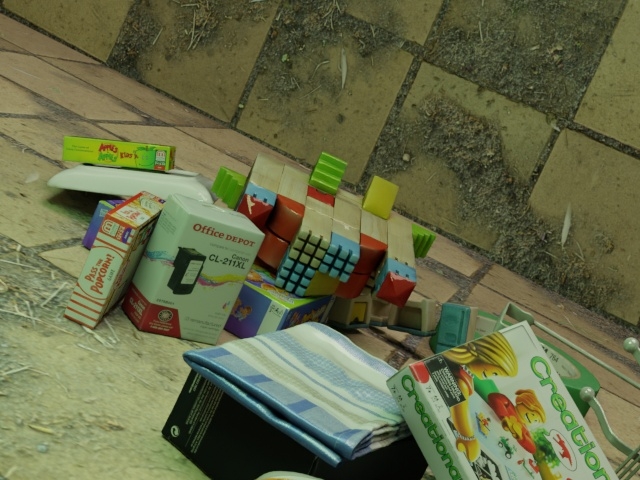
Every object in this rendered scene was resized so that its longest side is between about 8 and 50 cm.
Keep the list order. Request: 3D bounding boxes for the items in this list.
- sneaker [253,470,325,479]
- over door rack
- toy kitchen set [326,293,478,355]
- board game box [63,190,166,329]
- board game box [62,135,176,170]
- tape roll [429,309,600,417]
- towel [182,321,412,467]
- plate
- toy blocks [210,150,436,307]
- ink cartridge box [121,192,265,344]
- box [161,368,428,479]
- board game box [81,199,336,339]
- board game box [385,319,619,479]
[{"bbox_3d":[0.039,0.284,0.939,0.262,0.099,0.121,30,2,-16],"label":"sneaker"},{"bbox_3d":[0.335,0.226,1.376,0.324,0.239,0.108,25,35,-5],"label":"over door rack"},{"bbox_3d":[0.139,0.158,1.710,0.207,0.122,0.166,8,1,32],"label":"toy kitchen set"},{"bbox_3d":[-0.265,0.020,1.306,0.045,0.147,0.193,25,11,-2],"label":"board game box"},{"bbox_3d":[-0.351,-0.153,1.733,0.181,0.043,0.092,6,6,-2],"label":"board game box"},{"bbox_3d":[0.365,0.230,1.870,0.321,0.077,0.321,24,12,-6],"label":"tape roll"},{"bbox_3d":[0.006,0.153,1.064,0.209,0.034,0.285,29,13,22],"label":"towel"},{"bbox_3d":[-0.317,-0.106,1.750,0.277,0.045,0.278,7,6,-3],"label":"plate"},{"bbox_3d":[0.000,0.000,1.565,0.381,0.191,0.261,24,23,-7],"label":"toy blocks"},{"bbox_3d":[-0.172,0.040,1.338,0.127,0.175,0.072,16,14,-36],"label":"ink cartridge box"},{"bbox_3d":[-0.012,0.215,1.090,0.184,0.103,0.261,35,15,32],"label":"box"},{"bbox_3d":[-0.167,0.046,1.568,0.347,0.078,0.233,28,12,15],"label":"board game box"},{"bbox_3d":[0.216,0.246,1.027,0.193,0.053,0.305,-15,69,-39],"label":"board game box"}]
